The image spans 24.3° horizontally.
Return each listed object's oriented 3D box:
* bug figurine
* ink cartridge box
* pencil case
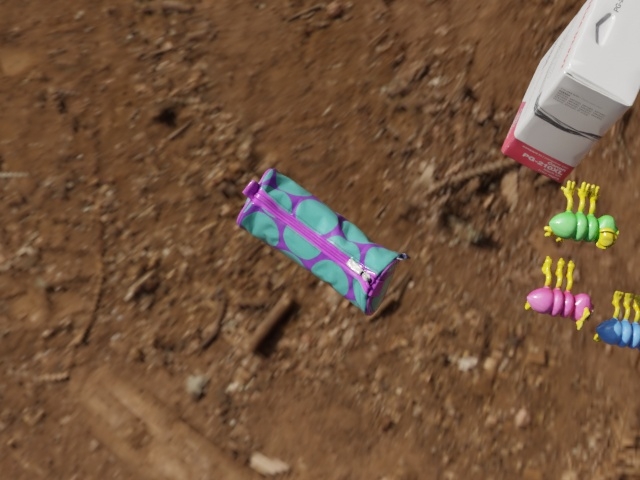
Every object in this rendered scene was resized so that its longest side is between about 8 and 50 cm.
[{"bbox_3d":[0.379,0.041,1.902,0.216,0.072,0.279,8,124,-7],"label":"bug figurine"},{"bbox_3d":[0.345,-0.208,1.941,0.100,0.237,0.172,27,65,-2],"label":"ink cartridge box"},{"bbox_3d":[0.000,0.000,1.319,0.152,0.070,0.064,34,91,10],"label":"pencil case"}]
